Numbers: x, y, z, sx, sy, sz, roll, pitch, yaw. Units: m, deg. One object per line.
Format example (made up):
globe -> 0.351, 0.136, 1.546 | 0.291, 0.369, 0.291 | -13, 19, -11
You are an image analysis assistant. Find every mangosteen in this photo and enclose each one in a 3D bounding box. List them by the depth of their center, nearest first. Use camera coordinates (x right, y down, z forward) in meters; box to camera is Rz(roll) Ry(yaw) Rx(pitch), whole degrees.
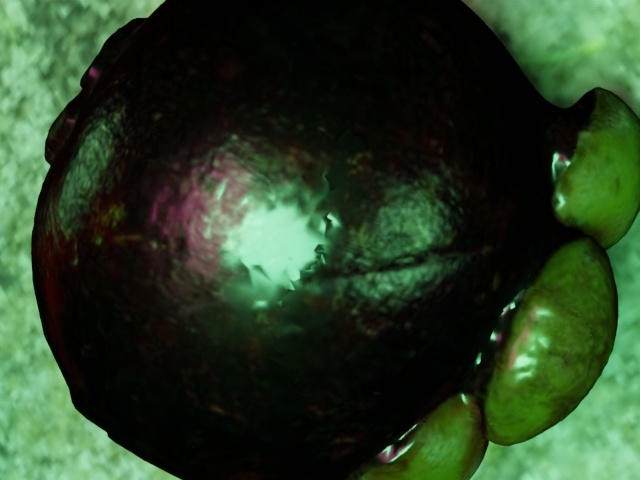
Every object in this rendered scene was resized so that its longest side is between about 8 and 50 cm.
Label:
mangosteen -> 0.000, 0.000, 0.601 | 0.210, 0.210, 0.210 | 3, 96, 33
